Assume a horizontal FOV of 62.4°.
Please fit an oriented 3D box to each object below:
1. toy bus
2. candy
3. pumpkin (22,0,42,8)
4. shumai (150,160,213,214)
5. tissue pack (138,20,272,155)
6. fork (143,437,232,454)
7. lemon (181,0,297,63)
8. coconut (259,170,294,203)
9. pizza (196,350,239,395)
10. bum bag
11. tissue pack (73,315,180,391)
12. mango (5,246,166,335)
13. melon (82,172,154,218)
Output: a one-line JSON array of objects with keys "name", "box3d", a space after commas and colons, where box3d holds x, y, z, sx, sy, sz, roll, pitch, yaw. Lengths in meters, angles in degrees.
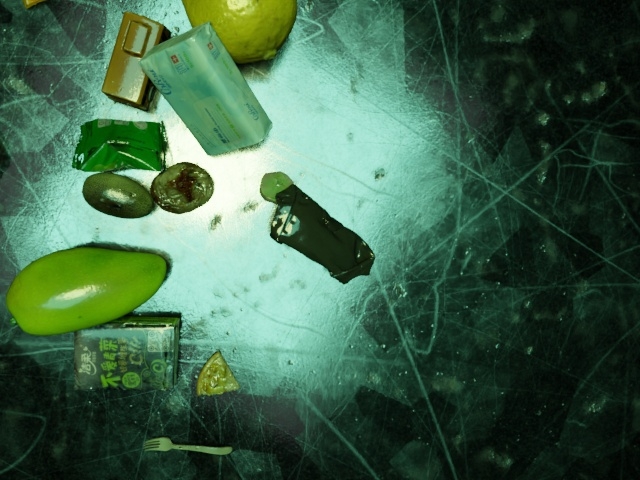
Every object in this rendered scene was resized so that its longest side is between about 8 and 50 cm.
[{"name": "toy bus", "box3d": [-0.417, -0.408, 1.194, 0.098, 0.114, 0.201, 18, 93, -10]}, {"name": "candy", "box3d": [-0.459, -0.218, 1.210, 0.203, 0.078, 0.141, -4, 77, -10]}, {"name": "pumpkin", "box3d": [-0.646, -0.574, 1.188, 0.101, 0.035, 0.073, -28, 96, -2]}, {"name": "shumai", "box3d": [-0.337, -0.122, 1.250, 0.139, 0.105, 0.123, -10, 101, 19]}, {"name": "tissue pack", "box3d": [-0.247, -0.318, 1.157, 0.177, 0.089, 0.263, -9, 129, 32]}, {"name": "fork", "box3d": [-0.334, 0.523, 1.343, 0.220, 0.028, 0.034, 7, 87, -12]}, {"name": "lemon", "box3d": [-0.181, -0.540, 1.152, 0.245, 0.245, 0.319, -27, 94, -5]}, {"name": "coconut", "box3d": [-0.106, -0.129, 1.282, 0.082, 0.081, 0.083, -21, 86, -17]}, {"name": "pizza", "box3d": [-0.250, 0.349, 1.334, 0.109, 0.026, 0.123, 25, 91, -12]}, {"name": "bum bag", "box3d": [0.000, 0.000, 1.298, 0.326, 0.080, 0.142, 38, 81, -22]}, {"name": "tissue pack", "box3d": [-0.464, 0.271, 1.273, 0.236, 0.073, 0.173, 2, 95, -8]}, {"name": "mango", "box3d": [-0.525, 0.101, 1.204, 0.343, 0.156, 0.192, -13, 68, -20]}, {"name": "melon", "box3d": [-0.467, -0.102, 1.224, 0.162, 0.099, 0.099, 17, 93, -11]}]
